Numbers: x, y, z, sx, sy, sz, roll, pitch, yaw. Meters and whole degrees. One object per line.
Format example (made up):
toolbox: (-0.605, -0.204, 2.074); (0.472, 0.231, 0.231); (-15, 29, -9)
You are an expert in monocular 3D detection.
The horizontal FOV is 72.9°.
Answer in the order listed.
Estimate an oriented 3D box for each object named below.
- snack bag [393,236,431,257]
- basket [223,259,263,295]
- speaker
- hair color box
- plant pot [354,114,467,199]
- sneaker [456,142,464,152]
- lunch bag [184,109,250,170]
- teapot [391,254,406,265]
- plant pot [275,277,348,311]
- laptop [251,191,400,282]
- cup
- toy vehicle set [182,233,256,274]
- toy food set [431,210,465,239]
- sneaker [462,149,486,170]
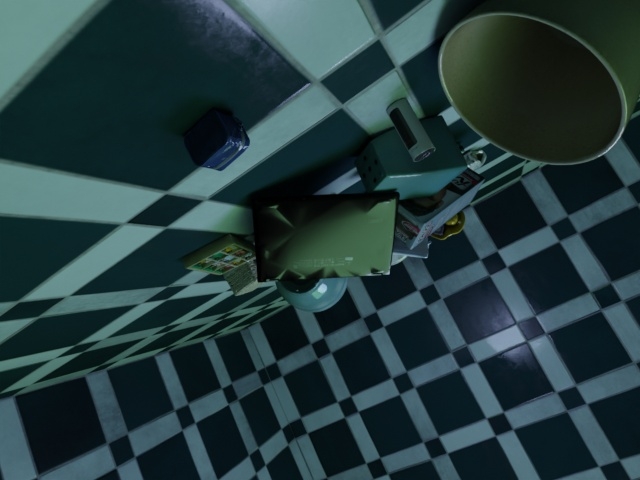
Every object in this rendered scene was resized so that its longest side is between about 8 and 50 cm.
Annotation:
snack bag: (0.253, -0.007, 1.642); (0.322, 0.037, 0.342); (7, -160, 8)
basket: (-0.270, 0.128, 1.647); (0.167, 0.103, 0.113); (-36, 165, 37)
speaker: (0.203, -0.247, 0.974); (0.055, 0.136, 0.055); (-25, 169, -5)
hair color box: (0.332, -0.142, 1.350); (0.374, 0.185, 0.114); (-32, 154, -37)
plant pot: (0.224, -0.207, 1.150); (0.234, 0.166, 0.166); (-14, 164, -28)
sneaker: (0.447, -0.304, 1.498); (0.098, 0.038, 0.069); (-4, 158, -37)
lunch bag: (-0.165, -0.165, 0.716); (0.098, 0.067, 0.065); (-33, 167, 23)
teapot: (0.336, -0.014, 2.159); (0.255, 0.187, 0.253); (0, 128, -29)
plant pot: (-0.053, 0.122, 1.647); (0.292, 0.293, 0.196); (-28, 164, 7)
laptop: (0.000, 0.000, 1.288); (0.381, 0.236, 0.409); (-3, 123, -7)
cup: (0.411, -0.332, 0.754); (0.237, 0.331, 0.331); (-51, 170, -8)
toy vehicle set: (-0.310, 0.051, 1.400); (0.165, 0.035, 0.267); (-27, 168, 5)
toy food set: (0.381, -0.087, 1.476); (0.071, 0.217, 0.128); (32, 86, -44)
sneaker: (0.547, -0.292, 1.660); (0.228, 0.087, 0.092); (-26, 163, -37)
